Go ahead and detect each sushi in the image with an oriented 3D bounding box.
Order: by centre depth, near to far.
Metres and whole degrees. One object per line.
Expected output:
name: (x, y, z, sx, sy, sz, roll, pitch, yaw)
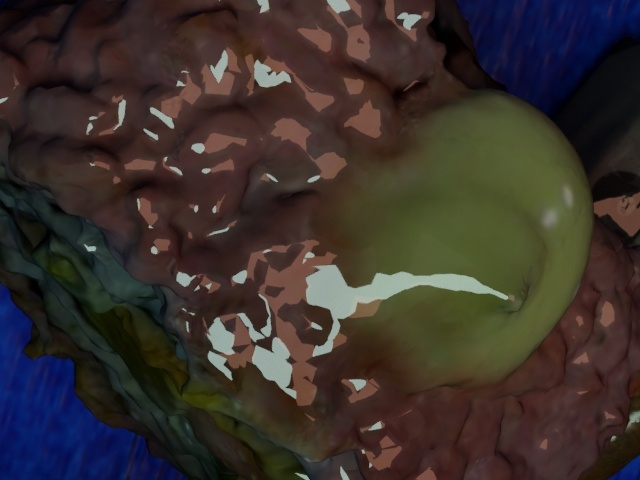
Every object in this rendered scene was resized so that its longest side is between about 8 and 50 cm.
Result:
sushi: (0.000, 0.000, 0.668, 0.171, 0.236, 0.270, -44, 108, -18)

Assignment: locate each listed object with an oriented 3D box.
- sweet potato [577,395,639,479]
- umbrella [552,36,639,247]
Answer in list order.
sweet potato: (0.197, 0.034, 0.886, 0.269, 0.075, 0.074, -40, 121, -8)
umbrella: (0.081, 0.025, 0.820, 0.337, 0.073, 0.067, -50, 138, -6)
